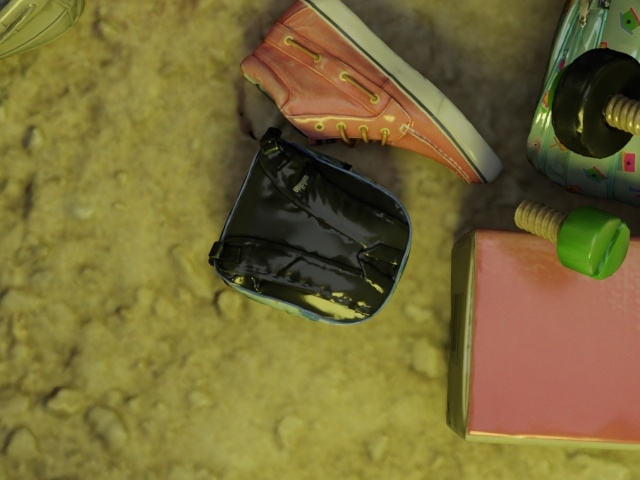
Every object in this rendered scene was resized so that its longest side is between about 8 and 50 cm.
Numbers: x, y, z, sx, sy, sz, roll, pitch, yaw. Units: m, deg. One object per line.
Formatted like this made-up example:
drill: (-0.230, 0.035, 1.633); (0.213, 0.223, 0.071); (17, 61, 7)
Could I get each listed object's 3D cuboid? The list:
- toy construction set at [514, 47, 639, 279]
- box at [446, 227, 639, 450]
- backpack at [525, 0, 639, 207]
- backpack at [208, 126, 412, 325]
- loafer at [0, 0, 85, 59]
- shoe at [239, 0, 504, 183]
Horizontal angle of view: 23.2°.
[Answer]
toy construction set: (0.306, -0.094, 0.823); (0.237, 0.308, 0.258); (26, 114, 43)
box: (0.198, 0.063, 0.961); (0.232, 0.148, 0.127); (3, 87, 0)
backpack: (0.202, -0.112, 0.985); (0.115, 0.152, 0.182); (17, 90, 22)
backpack: (0.000, 0.000, 0.998); (0.114, 0.084, 0.105); (23, 86, 5)
loafer: (-0.306, -0.127, 0.993); (0.319, 0.111, 0.112); (-24, 90, 0)
shoe: (0.031, -0.081, 1.016); (0.178, 0.063, 0.081); (44, 89, 8)
